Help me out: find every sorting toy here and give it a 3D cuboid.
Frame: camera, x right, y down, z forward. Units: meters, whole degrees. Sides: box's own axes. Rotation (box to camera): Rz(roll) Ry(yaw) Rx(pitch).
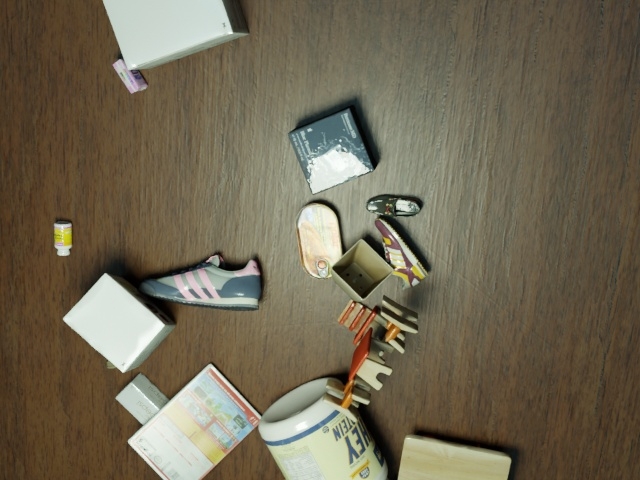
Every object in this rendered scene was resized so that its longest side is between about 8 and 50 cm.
[{"bbox_3d":[0.323,0.610,1.937,0.257,0.089,0.255,10,105,8],"label":"sorting toy"}]

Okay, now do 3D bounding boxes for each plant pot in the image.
[{"bbox_3d":[0.089,0.083,1.824,0.109,0.096,0.109,44,68,8],"label":"plant pot"}]

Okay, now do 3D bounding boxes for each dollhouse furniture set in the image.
[{"bbox_3d":[0.099,0.240,1.794,0.135,0.259,0.262,31,107,-2],"label":"dollhouse furniture set"}]

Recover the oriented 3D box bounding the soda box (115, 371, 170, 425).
[{"bbox_3d":[-0.430,0.454,2.035,0.216,0.074,0.069,45,105,-3],"label":"soda box"}]

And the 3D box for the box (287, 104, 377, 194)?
[{"bbox_3d":[0.029,-0.209,1.781,0.158,0.093,0.156,-21,100,13],"label":"box"}]

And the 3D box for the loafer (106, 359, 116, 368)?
[{"bbox_3d":[-0.502,0.283,2.018,0.148,0.056,0.050,-31,96,6],"label":"loafer"}]

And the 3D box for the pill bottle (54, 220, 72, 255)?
[{"bbox_3d":[-0.657,-0.005,1.975,0.043,0.043,0.083,5,105,8],"label":"pill bottle"}]

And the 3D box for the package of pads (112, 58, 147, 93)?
[{"bbox_3d":[-0.452,-0.392,1.839,0.032,0.050,0.083,-30,97,21],"label":"package of pads"}]

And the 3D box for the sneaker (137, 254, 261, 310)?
[{"bbox_3d":[-0.296,0.099,1.924,0.319,0.112,0.131,5,79,12],"label":"sneaker"}]

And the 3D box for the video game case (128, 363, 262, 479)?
[{"bbox_3d":[-0.320,0.487,1.990,0.285,0.025,0.204,-43,94,-8],"label":"video game case"}]

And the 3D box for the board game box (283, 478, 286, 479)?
[{"bbox_3d":[-0.131,0.724,1.989,0.045,0.193,0.146,33,108,1],"label":"board game box"}]

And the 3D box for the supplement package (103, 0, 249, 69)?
[{"bbox_3d":[-0.327,-0.522,1.736,0.262,0.145,0.204,-16,101,13],"label":"supplement package"}]

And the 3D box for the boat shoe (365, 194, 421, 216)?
[{"bbox_3d":[0.170,-0.080,1.816,0.133,0.042,0.048,3,106,11],"label":"boat shoe"}]

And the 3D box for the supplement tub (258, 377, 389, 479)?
[{"bbox_3d":[0.020,0.528,1.893,0.235,0.235,0.324,-26,98,15],"label":"supplement tub"}]

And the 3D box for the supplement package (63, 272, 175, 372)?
[{"bbox_3d":[-0.483,0.199,1.889,0.194,0.203,0.149,41,84,1],"label":"supplement package"}]

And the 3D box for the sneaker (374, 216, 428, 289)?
[{"bbox_3d":[0.172,0.033,1.828,0.084,0.069,0.185,-37,94,11],"label":"sneaker"}]

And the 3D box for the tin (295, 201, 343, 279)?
[{"bbox_3d":[0.000,0.000,1.868,0.106,0.040,0.189,-4,103,15],"label":"tin"}]
